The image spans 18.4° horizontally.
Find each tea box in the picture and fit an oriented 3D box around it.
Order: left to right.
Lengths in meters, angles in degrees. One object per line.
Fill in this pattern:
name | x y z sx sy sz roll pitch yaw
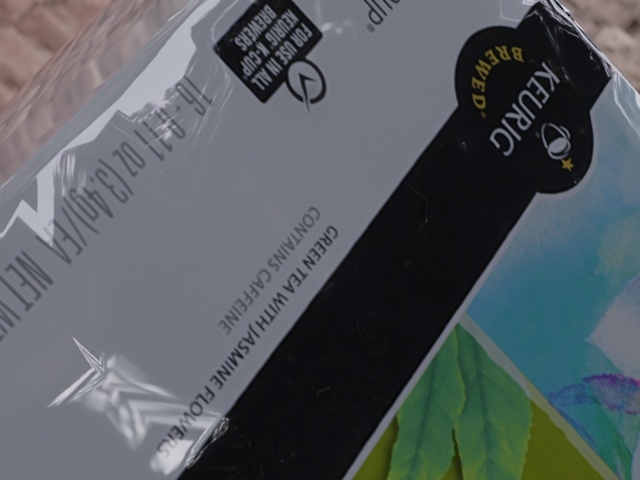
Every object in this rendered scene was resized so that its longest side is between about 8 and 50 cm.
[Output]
tea box | -0.013 0.109 0.601 0.323 0.329 0.220 47 -40 -12
